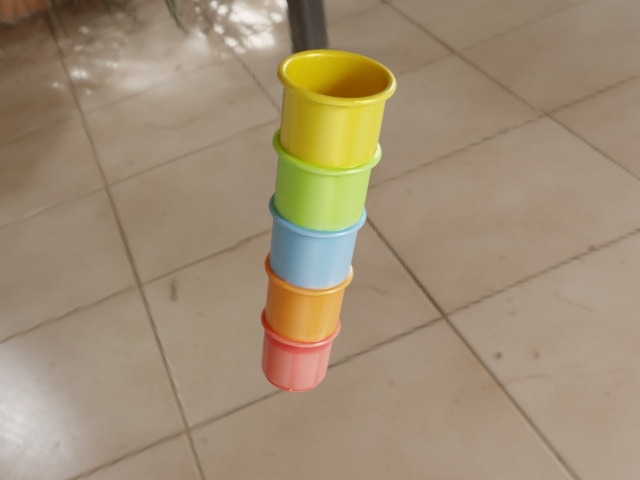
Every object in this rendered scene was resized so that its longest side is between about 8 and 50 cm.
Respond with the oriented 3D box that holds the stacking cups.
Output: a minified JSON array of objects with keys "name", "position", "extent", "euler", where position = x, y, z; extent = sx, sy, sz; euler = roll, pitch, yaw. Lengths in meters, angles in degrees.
[{"name":"stacking cups","position":[0.000,0.000,0.847],"extent":[0.096,0.316,0.096],"euler":[4,33,-3]}]
